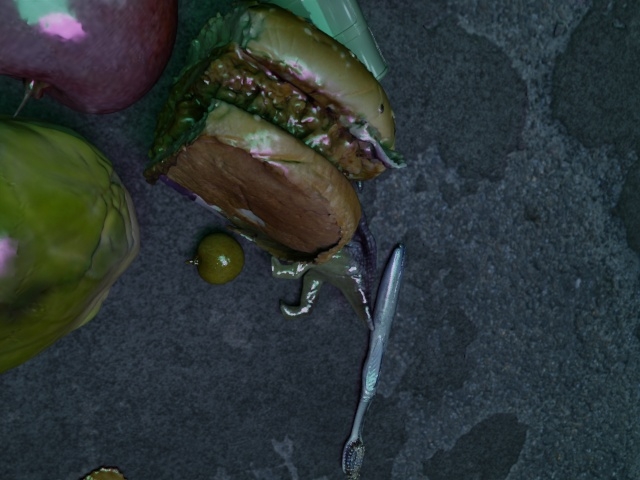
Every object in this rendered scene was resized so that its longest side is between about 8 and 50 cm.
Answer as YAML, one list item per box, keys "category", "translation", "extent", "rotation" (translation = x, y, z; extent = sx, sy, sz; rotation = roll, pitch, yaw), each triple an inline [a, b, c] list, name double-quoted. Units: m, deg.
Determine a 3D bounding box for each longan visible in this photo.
- category: "longan"
  translation: [-0.150, 0.026, 0.929]
  extent: [0.083, 0.075, 0.075]
  rotation: [-2, 107, -13]

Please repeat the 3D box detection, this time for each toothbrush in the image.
- category: "toothbrush"
  translation: [0.088, 0.203, 1.069]
  extent: [0.035, 0.042, 0.413]
  rotation: [7, 102, -18]

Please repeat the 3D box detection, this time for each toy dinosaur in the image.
- category: "toy dinosaur"
  translation: [0.001, 0.000, 0.960]
  extent: [0.162, 0.077, 0.294]
  rotation: [-13, 108, -5]

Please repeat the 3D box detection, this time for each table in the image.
- category: "table"
  translation: [-0.013, -0.288, 0.843]
  extent: [0.126, 0.126, 0.219]
  rotation: [-31, 111, -5]

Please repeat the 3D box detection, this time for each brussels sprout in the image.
- category: "brussels sprout"
  translation: [-0.379, -0.001, 0.743]
  extent: [0.268, 0.344, 0.344]
  rotation: [40, 93, 11]

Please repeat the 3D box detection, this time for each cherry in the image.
- category: "cherry"
  translation: [-0.280, -0.277, 0.723]
  extent: [0.261, 0.221, 0.307]
  rotation: [19, 76, -41]

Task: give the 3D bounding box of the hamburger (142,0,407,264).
- category: "hamburger"
  translation: [-0.057, -0.106, 0.778]
  extent: [0.277, 0.318, 0.195]
  rotation: [30, 71, -27]

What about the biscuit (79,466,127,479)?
- category: "biscuit"
  translation: [-0.367, 0.491, 1.037]
  extent: [0.232, 0.013, 0.236]
  rotation: [-30, 111, -6]
